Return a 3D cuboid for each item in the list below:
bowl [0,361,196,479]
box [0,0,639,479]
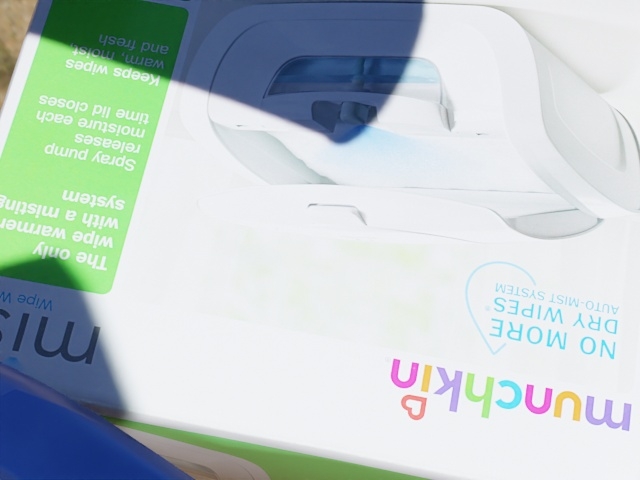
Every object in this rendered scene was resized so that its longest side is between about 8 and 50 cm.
[{"bbox_3d":[-0.053,0.185,0.429,0.391,0.391,0.077,29,55,25],"label":"bowl"},{"bbox_3d":[0.000,0.000,0.603,0.262,0.127,0.231,11,62,3],"label":"box"}]
